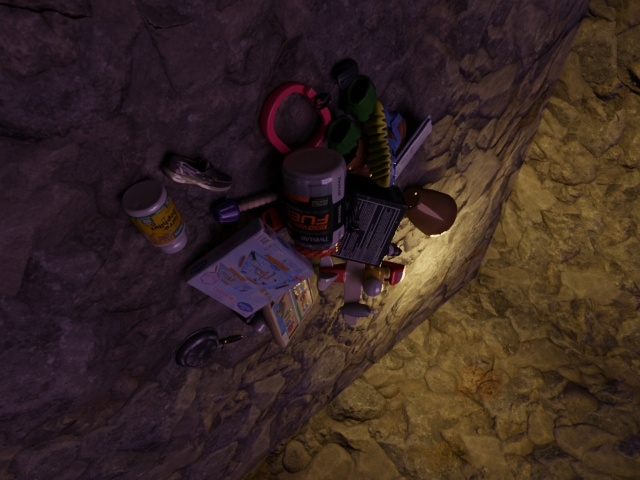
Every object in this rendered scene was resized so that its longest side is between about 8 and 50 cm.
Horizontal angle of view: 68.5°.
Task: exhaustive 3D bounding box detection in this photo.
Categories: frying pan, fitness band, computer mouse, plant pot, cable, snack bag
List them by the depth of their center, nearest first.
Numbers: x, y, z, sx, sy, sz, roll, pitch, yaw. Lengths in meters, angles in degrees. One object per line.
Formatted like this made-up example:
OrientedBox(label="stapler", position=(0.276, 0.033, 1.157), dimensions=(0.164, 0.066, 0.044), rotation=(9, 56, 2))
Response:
OrientedBox(label="computer mouse", position=(0.055, -0.485, 1.470), dimensions=(0.242, 0.041, 0.071), rotation=(-55, 148, -25))
OrientedBox(label="fitness band", position=(-0.076, -0.371, 1.483), dimensions=(0.209, 0.054, 0.291), rotation=(-49, 149, 4))
OrientedBox(label="cable", position=(0.108, -0.102, 1.609), dimensions=(0.184, 0.047, 0.151), rotation=(2, 84, -82))
OrientedBox(label="frying pan", position=(-0.456, 0.452, 1.914), dimensions=(0.197, 0.053, 0.326), rotation=(-50, 147, 2))
OrientedBox(label="snack bag", position=(0.370, -0.360, 1.980), dimensions=(0.323, 0.037, 0.342), rotation=(-55, 171, 12))
OrientedBox(label="plant pot", position=(0.517, -0.168, 2.356), dimensions=(0.254, 0.237, 0.237), rotation=(22, 107, -42))

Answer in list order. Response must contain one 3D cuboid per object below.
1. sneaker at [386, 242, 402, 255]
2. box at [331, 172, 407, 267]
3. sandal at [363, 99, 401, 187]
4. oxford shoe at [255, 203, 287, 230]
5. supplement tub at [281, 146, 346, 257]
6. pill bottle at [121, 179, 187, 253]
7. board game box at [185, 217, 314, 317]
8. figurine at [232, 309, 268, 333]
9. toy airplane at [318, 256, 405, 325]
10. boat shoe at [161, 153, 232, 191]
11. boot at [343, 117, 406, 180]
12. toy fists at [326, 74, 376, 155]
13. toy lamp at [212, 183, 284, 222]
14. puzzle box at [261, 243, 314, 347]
OrientedBox(label="sneaker", position=(0.278, 0.035, 1.914), dimensions=(0.077, 0.178, 0.072), rotation=(13, 104, -13))
OrientedBox(label="box", position=(0.132, -0.086, 1.818), dimensions=(0.294, 0.183, 0.296), rotation=(13, 121, -13))
OrientedBox(label="sandal", position=(0.244, -0.354, 1.715), dimensions=(0.138, 0.126, 0.317), rotation=(-13, 104, -34))
OrientedBox(label="oxford shoe", position=(-0.148, -0.084, 1.697), dimensions=(0.098, 0.097, 0.271), rotation=(-24, 177, 37))
OrientedBox(label="supplement tub", position=(-0.016, -0.119, 1.558), dimensions=(0.207, 0.207, 0.338), rotation=(-30, 136, -30))
OrientedBox(label="pill bottle", position=(-0.442, -0.056, 1.283), dimensions=(0.117, 0.117, 0.208), rotation=(-38, 148, -18))
OrientedBox(label="board game box", position=(-0.236, 0.106, 1.617), dimensions=(0.318, 0.066, 0.318), rotation=(-33, 136, 12))
OrientedBox(label="figurine", position=(-0.234, 0.272, 1.967), dimensions=(0.209, 0.092, 0.215), rotation=(-48, 151, -11))
OrientedBox(label="toy airplane", position=(0.173, 0.162, 2.108), dimensions=(0.384, 0.272, 0.386), rotation=(-43, 121, 1))
OrientedBox(label="boat shoe", position=(-0.331, -0.192, 1.315), dimensions=(0.223, 0.080, 0.073), rotation=(5, 125, -50))
OrientedBox(label="boot", position=(0.200, -0.373, 1.813), dimensions=(0.220, 0.109, 0.283), rotation=(11, 116, -46))
OrientedBox(label="toy fists", position=(0.105, -0.416, 1.592), dimensions=(0.279, 0.096, 0.142), rotation=(-65, 158, -1))
OrientedBox(label="toy lamp", position=(-0.227, -0.120, 1.539), dimensions=(0.274, 0.080, 0.080), rotation=(-24, 141, -41))
OrientedBox(label="puzzle box", position=(-0.136, 0.243, 1.985), dimensions=(0.272, 0.052, 0.409), rotation=(-55, 152, -31))
